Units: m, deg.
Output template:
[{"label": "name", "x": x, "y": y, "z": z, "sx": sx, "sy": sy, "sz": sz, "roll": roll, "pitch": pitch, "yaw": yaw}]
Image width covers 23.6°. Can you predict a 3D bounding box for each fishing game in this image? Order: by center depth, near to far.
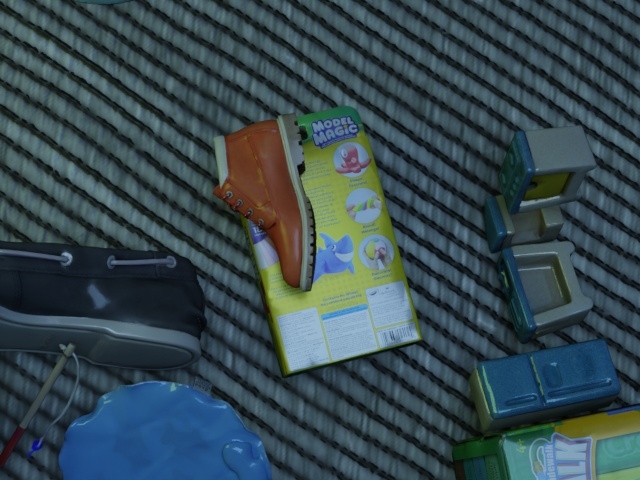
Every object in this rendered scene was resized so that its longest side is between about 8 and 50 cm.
[{"label": "fishing game", "x": -0.132, "y": 0.197, "z": 1.301, "sx": 0.264, "sy": 0.041, "sz": 0.189, "roll": 31, "pitch": 110, "yaw": -3}]

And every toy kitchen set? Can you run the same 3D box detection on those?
[{"label": "toy kitchen set", "x": 0.183, "y": 0.033, "z": 1.319, "sx": 0.122, "sy": 0.166, "sz": 0.207, "roll": -11, "pitch": 66, "yaw": -10}]

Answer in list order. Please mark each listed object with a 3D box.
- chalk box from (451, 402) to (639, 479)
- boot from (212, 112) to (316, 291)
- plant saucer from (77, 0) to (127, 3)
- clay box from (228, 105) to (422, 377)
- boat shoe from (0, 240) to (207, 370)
[{"label": "chalk box", "x": 0.221, "y": 0.239, "z": 1.301, "sx": 0.288, "sy": 0.179, "sz": 0.180, "roll": -11, "pitch": 82, "yaw": -10}, {"label": "boot", "x": -0.047, "y": -0.027, "z": 1.318, "sx": 0.084, "sy": 0.059, "sz": 0.158, "roll": -11, "pitch": 74, "yaw": -3}, {"label": "plant saucer", "x": -0.202, "y": -0.315, "z": 1.402, "sx": 0.194, "sy": 0.037, "sz": 0.195, "roll": 1, "pitch": 80, "yaw": -7}, {"label": "clay box", "x": 0.000, "y": 0.000, "z": 1.371, "sx": 0.127, "sy": 0.053, "sz": 0.222, "roll": -13, "pitch": 82, "yaw": -8}, {"label": "boat shoe", "x": -0.254, "y": 0.037, "z": 1.280, "sx": 0.335, "sy": 0.112, "sz": 0.096, "roll": 12, "pitch": 61, "yaw": -26}]
